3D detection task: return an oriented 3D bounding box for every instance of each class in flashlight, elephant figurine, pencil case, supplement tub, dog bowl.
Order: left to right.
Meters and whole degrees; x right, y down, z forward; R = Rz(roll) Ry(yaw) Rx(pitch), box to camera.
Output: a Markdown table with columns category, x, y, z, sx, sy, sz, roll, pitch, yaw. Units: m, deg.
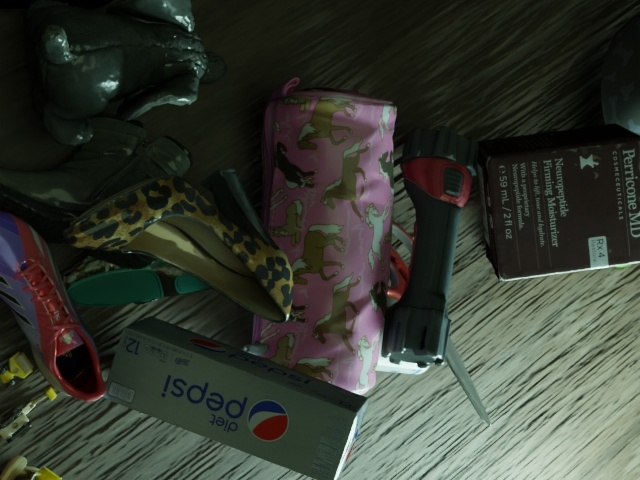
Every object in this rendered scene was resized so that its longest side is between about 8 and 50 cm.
| category | x | y | z | sx | sy | sz | roll | pitch | yaw |
| --- | --- | --- | --- | --- | --- | --- | --- | --- | --- |
| elephant figurine | -0.195 | -0.205 | 1.375 | 0.239 | 0.186 | 0.169 | -9 | 128 | -18 |
| pencil case | 0.000 | 0.000 | 1.534 | 0.167 | 0.160 | 0.386 | -2 | 98 | -62 |
| supplement tub | 0.090 | 0.139 | 1.650 | 0.107 | 0.071 | 0.071 | 9 | 91 | -30 |
| flashlight | 0.134 | 0.009 | 1.604 | 0.103 | 0.103 | 0.304 | 43 | 54 | -61 |
| dog bowl | 0.539 | -0.189 | 1.808 | 0.348 | 0.102 | 0.349 | 11 | 73 | -38 |

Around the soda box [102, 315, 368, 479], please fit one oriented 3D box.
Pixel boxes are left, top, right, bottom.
| category | x | y | z | sx | sy | sz | roll | pitch | yaw |
| --- | --- | --- | --- | --- | --- | --- | --- | --- | --- |
| soda box | -0.095 | 0.180 | 1.435 | 0.286 | 0.098 | 0.091 | 19 | 97 | 8 |

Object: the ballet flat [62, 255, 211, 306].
| category | x | y | z | sx | sy | sz | roll | pitch | yaw |
| --- | --- | --- | --- | --- | --- | --- | --- | --- | --- |
| ballet flat | -0.184 | 0.025 | 1.467 | 0.240 | 0.077 | 0.091 | -7 | 142 | -9 |

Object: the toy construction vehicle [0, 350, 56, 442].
| category | x | y | z | sx | sy | sz | roll | pitch | yaw |
| --- | --- | --- | --- | --- | --- | --- | --- | --- | --- |
| toy construction vehicle | -0.360 | 0.178 | 1.416 | 0.098 | 0.035 | 0.086 | -42 | 106 | -19 |

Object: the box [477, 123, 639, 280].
| category | x | y | z | sx | sy | sz | roll | pitch | yaw |
| --- | --- | --- | --- | --- | --- | --- | --- | --- | --- |
| box | 0.318 | -0.054 | 1.662 | 0.203 | 0.167 | 0.169 | -8 | 100 | 3 |

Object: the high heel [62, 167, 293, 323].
| category | x | y | z | sx | sy | sz | roll | pitch | yaw |
| --- | --- | --- | --- | --- | --- | --- | --- | --- | --- |
| high heel | -0.138 | 0.026 | 1.328 | 0.261 | 0.093 | 0.186 | -18 | 77 | -48 |

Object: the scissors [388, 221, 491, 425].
| category | x | y | z | sx | sy | sz | roll | pitch | yaw |
| --- | --- | --- | --- | --- | --- | --- | --- | --- | --- |
| scissors | 0.154 | 0.103 | 1.650 | 0.297 | 0.021 | 0.109 | 49 | 51 | -5 |

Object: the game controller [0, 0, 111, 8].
| category | x | y | z | sx | sy | sz | roll | pitch | yaw |
| --- | --- | --- | --- | --- | --- | --- | --- | --- | --- |
| game controller | -0.358 | -0.332 | 1.335 | 0.319 | 0.067 | 0.167 | -5 | 98 | -29 |

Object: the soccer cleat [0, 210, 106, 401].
| category | x | y | z | sx | sy | sz | roll | pitch | yaw |
| --- | --- | --- | --- | --- | --- | --- | --- | --- | --- |
| soccer cleat | -0.302 | 0.073 | 1.369 | 0.083 | 0.095 | 0.248 | -36 | 129 | -24 |

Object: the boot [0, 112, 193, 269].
| category | x | y | z | sx | sy | sz | roll | pitch | yaw |
| --- | --- | --- | --- | --- | --- | --- | --- | --- | --- |
| boot | -0.277 | -0.076 | 1.410 | 0.246 | 0.083 | 0.161 | 20 | 60 | -11 |

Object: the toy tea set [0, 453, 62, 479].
| category | x | y | z | sx | sy | sz | roll | pitch | yaw |
| --- | --- | --- | --- | --- | --- | --- | --- | --- | --- |
| toy tea set | -0.424 | 0.284 | 1.334 | 0.336 | 0.124 | 0.200 | 40 | 76 | -28 |
